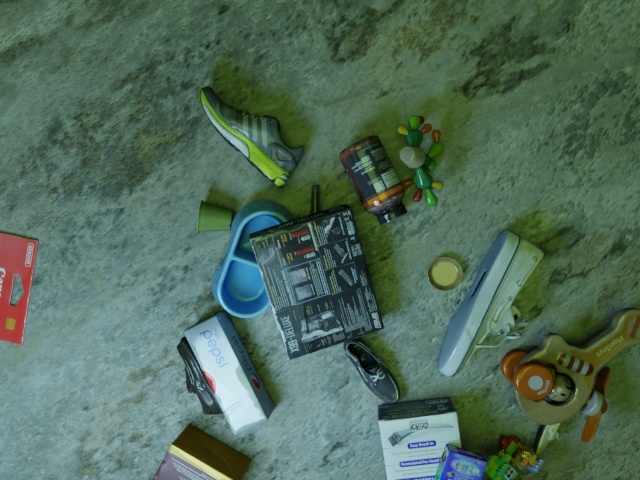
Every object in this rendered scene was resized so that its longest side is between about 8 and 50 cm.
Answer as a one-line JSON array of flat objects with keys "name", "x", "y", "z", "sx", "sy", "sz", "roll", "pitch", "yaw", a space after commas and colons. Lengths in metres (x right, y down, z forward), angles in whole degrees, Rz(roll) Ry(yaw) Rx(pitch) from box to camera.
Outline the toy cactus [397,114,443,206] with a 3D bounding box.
[{"name": "toy cactus", "x": 0.215, "y": -0.186, "z": 1.281, "sx": 0.112, "sy": 0.180, "sz": 0.219, "roll": -1, "pitch": 89, "yaw": 27}]

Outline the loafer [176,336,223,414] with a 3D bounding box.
[{"name": "loafer", "x": -0.310, "y": 0.348, "z": 1.424, "sx": 0.078, "sy": 0.080, "sz": 0.220, "roll": -27, "pitch": 91, "yaw": 7}]

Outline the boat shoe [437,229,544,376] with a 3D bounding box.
[{"name": "boat shoe", "x": 0.412, "y": 0.169, "z": 1.312, "sx": 0.156, "sy": 0.136, "sz": 0.367, "roll": 27, "pitch": 87, "yaw": 1}]

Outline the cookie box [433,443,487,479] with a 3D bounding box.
[{"name": "cookie box", "x": 0.314, "y": 0.530, "z": 1.283, "sx": 0.092, "sy": 0.040, "sz": 0.107, "roll": 17, "pitch": 95, "yaw": 2}]

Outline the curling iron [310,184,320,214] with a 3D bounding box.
[{"name": "curling iron", "x": 0.000, "y": 0.000, "z": 1.385, "sx": 0.068, "sy": 0.035, "sz": 0.274, "roll": -6, "pitch": 94, "yaw": 3}]

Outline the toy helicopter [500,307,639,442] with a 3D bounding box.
[{"name": "toy helicopter", "x": 0.611, "y": 0.292, "z": 1.290, "sx": 0.355, "sy": 0.140, "sz": 0.235, "roll": -38, "pitch": 90, "yaw": 4}]

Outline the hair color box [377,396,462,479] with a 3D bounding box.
[{"name": "hair color box", "x": 0.252, "y": 0.565, "z": 1.363, "sx": 0.185, "sy": 0.110, "sz": 0.338, "roll": -8, "pitch": 95, "yaw": 5}]

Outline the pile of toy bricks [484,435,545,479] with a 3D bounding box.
[{"name": "pile of toy bricks", "x": 0.414, "y": 0.540, "z": 1.308, "sx": 0.105, "sy": 0.118, "sz": 0.212, "roll": 45, "pitch": 72, "yaw": 2}]

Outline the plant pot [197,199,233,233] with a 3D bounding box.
[{"name": "plant pot", "x": -0.257, "y": -0.053, "z": 1.394, "sx": 0.079, "sy": 0.083, "sz": 0.083, "roll": 8, "pitch": 95, "yaw": -7}]

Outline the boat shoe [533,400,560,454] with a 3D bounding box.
[{"name": "boat shoe", "x": 0.549, "y": 0.452, "z": 1.348, "sx": 0.045, "sy": 0.050, "sz": 0.135, "roll": 21, "pitch": 96, "yaw": 10}]

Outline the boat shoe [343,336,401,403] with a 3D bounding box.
[{"name": "boat shoe", "x": 0.124, "y": 0.319, "z": 1.379, "sx": 0.075, "sy": 0.065, "sz": 0.206, "roll": -36, "pitch": 90, "yaw": 8}]

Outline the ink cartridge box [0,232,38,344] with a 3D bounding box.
[{"name": "ink cartridge box", "x": -0.897, "y": 0.115, "z": 1.482, "sx": 0.261, "sy": 0.066, "sz": 0.296, "roll": 12, "pitch": 96, "yaw": 7}]

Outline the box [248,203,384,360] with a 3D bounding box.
[{"name": "box", "x": -0.007, "y": 0.097, "z": 1.321, "sx": 0.242, "sy": 0.076, "sz": 0.307, "roll": -18, "pitch": 102, "yaw": -5}]

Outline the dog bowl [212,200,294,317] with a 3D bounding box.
[{"name": "dog bowl", "x": -0.157, "y": 0.053, "z": 1.366, "sx": 0.166, "sy": 0.074, "sz": 0.297, "roll": 20, "pitch": 97, "yaw": -12}]

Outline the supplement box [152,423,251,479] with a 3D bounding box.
[{"name": "supplement box", "x": -0.313, "y": 0.610, "z": 1.420, "sx": 0.191, "sy": 0.129, "sz": 0.194, "roll": 28, "pitch": 97, "yaw": 4}]

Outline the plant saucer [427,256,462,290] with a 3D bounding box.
[{"name": "plant saucer", "x": 0.300, "y": 0.080, "z": 1.366, "sx": 0.083, "sy": 0.015, "sz": 0.083, "roll": 1, "pitch": 94, "yaw": 7}]

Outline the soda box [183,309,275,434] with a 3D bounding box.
[{"name": "soda box", "x": -0.224, "y": 0.324, "z": 1.407, "sx": 0.098, "sy": 0.091, "sz": 0.286, "roll": -26, "pitch": 91, "yaw": 8}]

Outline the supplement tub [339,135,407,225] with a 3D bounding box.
[{"name": "supplement tub", "x": 0.129, "y": -0.137, "z": 1.324, "sx": 0.106, "sy": 0.106, "sz": 0.198, "roll": -26, "pitch": 91, "yaw": 8}]

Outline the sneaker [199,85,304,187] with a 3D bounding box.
[{"name": "sneaker", "x": -0.165, "y": -0.265, "z": 1.359, "sx": 0.300, "sy": 0.111, "sz": 0.121, "roll": 44, "pitch": 88, "yaw": -4}]
